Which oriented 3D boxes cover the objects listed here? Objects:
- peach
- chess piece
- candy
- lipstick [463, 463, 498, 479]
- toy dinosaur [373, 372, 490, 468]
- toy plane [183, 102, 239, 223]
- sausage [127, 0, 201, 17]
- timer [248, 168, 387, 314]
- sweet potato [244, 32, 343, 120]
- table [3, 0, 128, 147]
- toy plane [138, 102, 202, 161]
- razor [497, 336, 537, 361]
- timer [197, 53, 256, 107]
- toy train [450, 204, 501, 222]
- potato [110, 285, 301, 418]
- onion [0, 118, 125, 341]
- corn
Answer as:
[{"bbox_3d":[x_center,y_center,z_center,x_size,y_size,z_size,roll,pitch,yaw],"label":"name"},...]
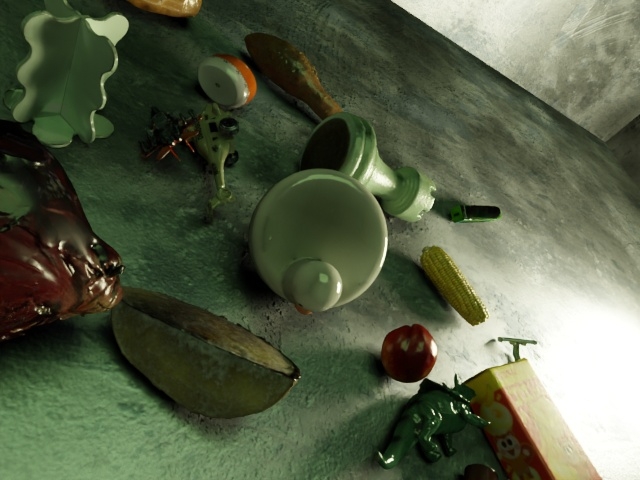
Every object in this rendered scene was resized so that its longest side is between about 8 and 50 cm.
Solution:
[{"bbox_3d":[0.154,0.198,0.807,0.101,0.100,0.100,22,42,-21],"label":"peach"},{"bbox_3d":[0.122,-0.141,1.047,0.299,0.195,0.194,21,42,-35],"label":"chess piece"},{"bbox_3d":[0.384,0.360,0.838,0.146,0.088,0.275,-1,55,-38],"label":"candy"},{"bbox_3d":[0.195,0.467,0.611,0.057,0.057,0.356,37,38,-3],"label":"lipstick"},{"bbox_3d":[0.180,0.303,0.741,0.120,0.079,0.292,44,36,14],"label":"toy dinosaur"},{"bbox_3d":[-0.200,-0.162,0.877,0.108,0.092,0.286,-8,55,-17],"label":"toy plane"},{"bbox_3d":[-0.402,-0.613,1.111,0.241,0.120,0.136,2,41,-36],"label":"sausage"},{"bbox_3d":[0.000,0.000,0.756,0.234,0.240,0.233,0,91,-17],"label":"timer"},{"bbox_3d":[-0.052,-0.414,1.211,0.385,0.109,0.109,44,39,5],"label":"sweet potato"},{"bbox_3d":[-0.391,-0.270,0.730,0.167,0.198,0.166,22,43,-22],"label":"table"},{"bbox_3d":[-0.288,-0.214,0.857,0.189,0.130,0.061,50,-5,35],"label":"toy plane"},{"bbox_3d":[0.433,0.302,0.982,0.084,0.035,0.211,6,51,-3],"label":"razor"},{"bbox_3d":[-0.202,-0.365,1.051,0.136,0.099,0.136,23,51,-32],"label":"timer"},{"bbox_3d":[0.448,-0.075,1.338,0.209,0.042,0.044,-2,78,-41],"label":"toy train"},{"bbox_3d":[-0.160,0.157,0.621,0.261,0.100,0.120,25,0,3],"label":"potato"},{"bbox_3d":[-0.366,-0.015,0.506,0.281,0.221,0.281,23,18,-8],"label":"onion"},{"bbox_3d":[0.293,0.097,1.032,0.067,0.067,0.206,-16,64,-46],"label":"corn"}]
